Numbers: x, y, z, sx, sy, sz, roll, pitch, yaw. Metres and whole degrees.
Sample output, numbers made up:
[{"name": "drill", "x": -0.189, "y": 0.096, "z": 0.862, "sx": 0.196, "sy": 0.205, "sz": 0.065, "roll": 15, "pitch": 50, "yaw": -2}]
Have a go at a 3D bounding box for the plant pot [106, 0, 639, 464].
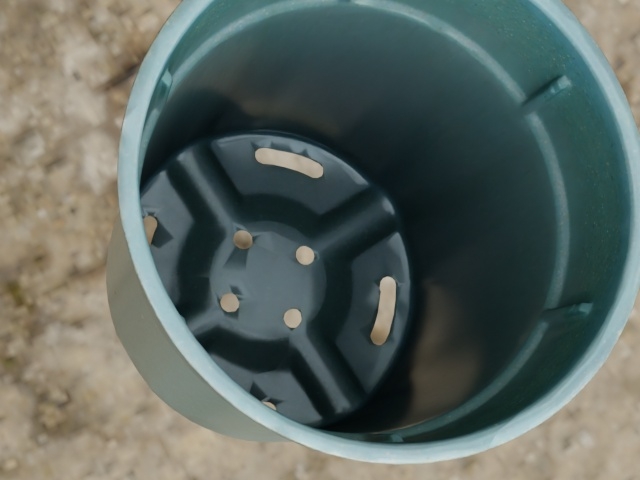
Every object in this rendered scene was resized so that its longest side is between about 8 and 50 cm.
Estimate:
[{"name": "plant pot", "x": 0.000, "y": 0.000, "z": 1.268, "sx": 0.341, "sy": 0.341, "sz": 0.334, "roll": -14, "pitch": 172, "yaw": -19}]
